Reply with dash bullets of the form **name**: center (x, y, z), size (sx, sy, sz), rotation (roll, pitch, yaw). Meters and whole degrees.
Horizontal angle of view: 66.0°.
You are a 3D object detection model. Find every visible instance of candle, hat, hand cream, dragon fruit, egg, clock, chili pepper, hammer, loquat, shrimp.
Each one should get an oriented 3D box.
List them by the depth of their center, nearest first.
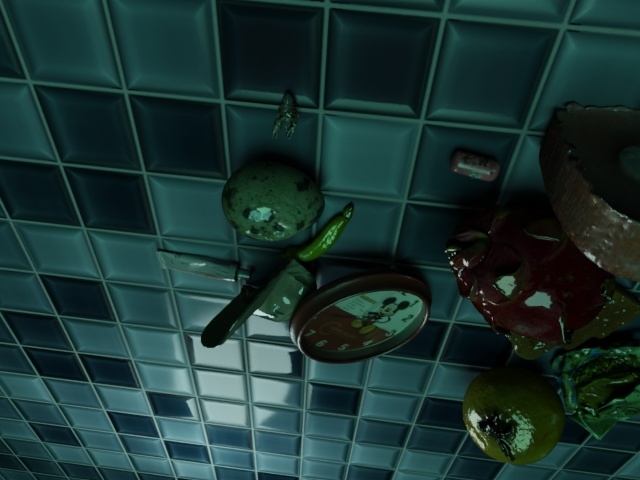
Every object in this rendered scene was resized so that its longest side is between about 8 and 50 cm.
- **candle**: center (0.445, -0.083, 0.712), size (0.287, 0.316, 0.132), rotation (40, 145, 29)
- **shrimp**: center (-0.054, -0.202, 0.820), size (0.038, 0.029, 0.092), rotation (12, 139, -14)
- **hammer**: center (0.260, -0.125, 0.832), size (0.083, 0.043, 0.043), rotation (15, 133, -5)
- **dragon fruit**: center (0.373, 0.057, 0.855), size (0.250, 0.250, 0.315), rotation (-32, 114, 32)
- **egg**: center (-0.083, -0.067, 0.870), size (0.181, 0.141, 0.141), rotation (3, 133, -6)
- **chili pepper**: center (0.001, 0.001, 0.989), size (0.208, 0.049, 0.043), rotation (-33, 154, 29)
- **hat**: center (-0.116, 0.153, 1.022), size (0.149, 0.245, 0.214), rotation (40, 142, -17)
- **clock**: center (0.087, 0.163, 1.069), size (0.318, 0.080, 0.319), rotation (-9, 139, -8)
- **hand cream**: center (-0.256, 0.061, 1.090), size (0.216, 0.038, 0.053), rotation (11, 109, 6)
- **loquat**: center (0.454, 0.414, 1.173), size (0.243, 0.244, 0.244), rotation (4, 133, 5)

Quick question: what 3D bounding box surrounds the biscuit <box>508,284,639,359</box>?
- **biscuit**: center (0.521, 0.157, 1.053), size (0.301, 0.043, 0.278), rotation (-5, 129, 11)

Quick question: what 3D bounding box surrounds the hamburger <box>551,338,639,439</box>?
- **hamburger**: center (0.680, 0.347, 1.134), size (0.276, 0.151, 0.260), rotation (39, 125, -24)
